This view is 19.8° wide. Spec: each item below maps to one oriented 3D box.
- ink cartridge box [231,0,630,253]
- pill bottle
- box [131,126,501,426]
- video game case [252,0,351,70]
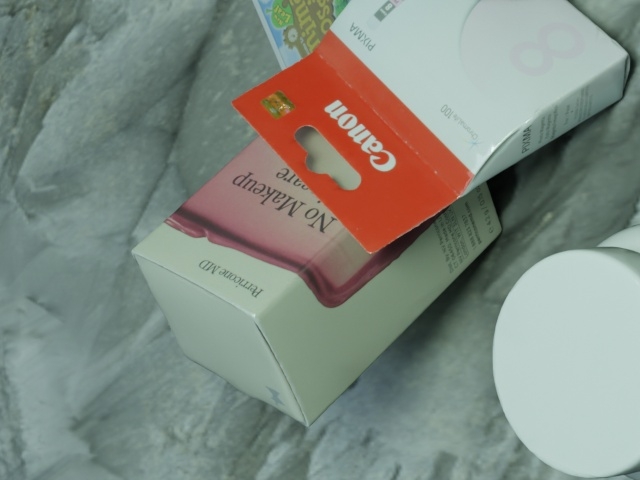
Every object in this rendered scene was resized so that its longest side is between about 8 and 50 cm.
[{"bbox_3d":[0.077,-0.119,1.338,0.189,0.232,0.066,48,156,32],"label":"ink cartridge box"},{"bbox_3d":[0.244,0.066,1.133,0.162,0.278,0.162,2,93,46],"label":"pill bottle"},{"bbox_3d":[0.000,0.000,1.390,0.149,0.232,0.127,25,149,41],"label":"box"},{"bbox_3d":[0.019,-0.218,1.521,0.193,0.023,0.212,-39,66,39],"label":"video game case"}]
